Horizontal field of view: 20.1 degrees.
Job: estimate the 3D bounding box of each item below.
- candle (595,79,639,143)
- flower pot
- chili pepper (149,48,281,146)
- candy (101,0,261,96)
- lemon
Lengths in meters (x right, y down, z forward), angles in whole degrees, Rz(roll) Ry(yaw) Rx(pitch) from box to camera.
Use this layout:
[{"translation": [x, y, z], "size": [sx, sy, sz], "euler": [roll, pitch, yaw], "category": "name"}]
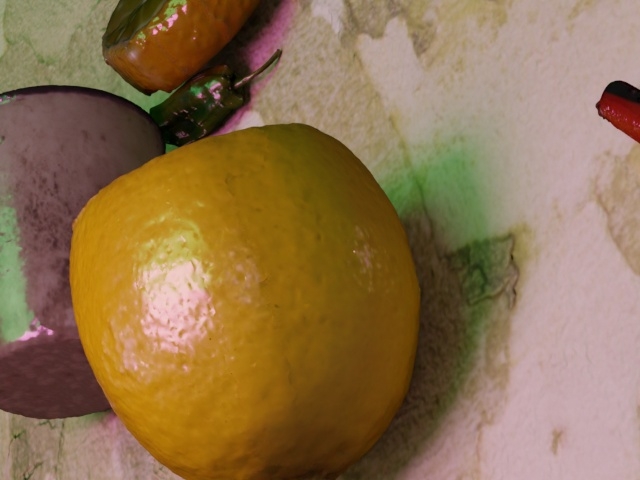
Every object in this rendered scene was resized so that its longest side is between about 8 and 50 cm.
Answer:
[{"translation": [0.312, -0.103, 1.620], "size": [0.162, 0.048, 0.053], "euler": [37, 135, 54], "category": "candle"}, {"translation": [-0.314, 0.027, 2.179], "size": [0.293, 0.293, 0.330], "euler": [-35, 53, 37], "category": "flower pot"}, {"translation": [-0.141, -0.174, 2.226], "size": [0.204, 0.072, 0.073], "euler": [-30, 47, 41], "category": "chili pepper"}, {"translation": [-0.165, -0.296, 2.258], "size": [0.260, 0.118, 0.260], "euler": [-42, 25, 25], "category": "candy"}, {"translation": [-0.061, 0.087, 1.762], "size": [0.364, 0.364, 0.364], "euler": [-30, 49, 41], "category": "lemon"}]
